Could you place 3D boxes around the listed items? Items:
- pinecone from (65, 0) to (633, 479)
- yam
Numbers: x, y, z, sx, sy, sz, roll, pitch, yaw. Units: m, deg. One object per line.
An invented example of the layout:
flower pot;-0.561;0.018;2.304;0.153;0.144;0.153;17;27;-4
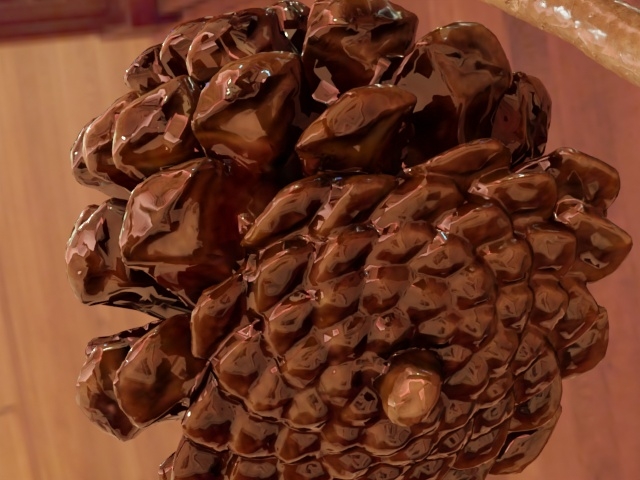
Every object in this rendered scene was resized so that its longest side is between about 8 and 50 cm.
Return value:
pinecone;0.000;0.000;0.544;0.207;0.207;0.208;22;117;52
yam;0.246;-0.179;1.303;0.299;0.066;0.066;34;127;34
